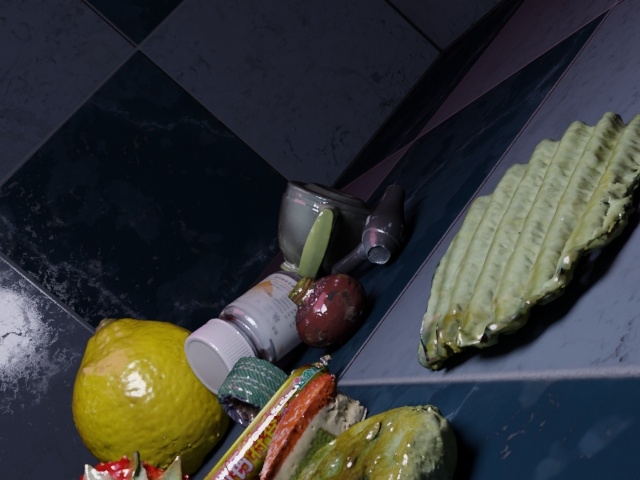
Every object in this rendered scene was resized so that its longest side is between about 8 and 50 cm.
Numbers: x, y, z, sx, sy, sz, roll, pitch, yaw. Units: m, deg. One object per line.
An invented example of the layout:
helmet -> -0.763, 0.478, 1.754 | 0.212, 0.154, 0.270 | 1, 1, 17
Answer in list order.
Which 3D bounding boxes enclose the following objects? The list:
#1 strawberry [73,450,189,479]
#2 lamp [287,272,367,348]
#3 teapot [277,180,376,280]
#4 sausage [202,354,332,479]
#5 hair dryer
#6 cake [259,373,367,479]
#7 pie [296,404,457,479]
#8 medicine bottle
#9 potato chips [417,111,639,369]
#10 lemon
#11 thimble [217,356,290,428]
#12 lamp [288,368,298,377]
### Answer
strawberry -> -0.274, 0.465, 1.150 | 0.292, 0.292, 0.343 | -57, -4, -46
lamp -> 0.009, 0.126, 1.593 | 0.157, 0.135, 0.156 | -38, 13, 46
teapot -> 0.019, 0.004, 1.984 | 0.321, 0.240, 0.239 | 33, 107, 63
sausage -> -0.096, 0.335, 1.391 | 0.371, 0.082, 0.082 | -50, 7, -13
hair dryer -> 0.085, 0.009, 1.836 | 0.272, 0.091, 0.235 | -41, 18, 35
cake -> -0.005, 0.268, 1.139 | 0.116, 0.086, 0.220 | -48, 6, 19
pie -> 0.027, 0.295, 0.900 | 0.323, 0.070, 0.323 | -49, 8, 9
medicine bottle -> -0.134, 0.191, 1.755 | 0.273, 0.165, 0.165 | -35, -3, -38
potato chips -> 0.266, -0.008, 1.084 | 0.358, 0.070, 0.429 | -35, 16, 49
lemon -> -0.373, 0.339, 1.839 | 0.350, 0.387, 0.350 | -34, -6, -4
thimble -> -0.110, 0.278, 1.500 | 0.090, 0.135, 0.118 | -57, 4, -38
lamp -> -0.096, 0.291, 1.608 | 0.163, 0.091, 0.091 | -30, 13, 18
